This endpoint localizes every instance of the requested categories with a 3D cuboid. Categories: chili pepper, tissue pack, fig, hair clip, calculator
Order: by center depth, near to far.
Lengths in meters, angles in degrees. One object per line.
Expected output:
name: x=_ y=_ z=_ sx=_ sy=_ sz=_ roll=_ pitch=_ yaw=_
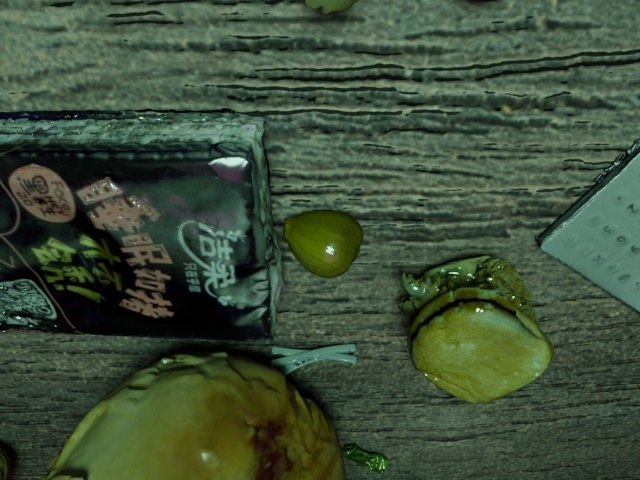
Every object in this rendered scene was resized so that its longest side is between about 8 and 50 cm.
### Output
tissue pack: x=-0.205 y=-0.004 z=0.450 sx=0.333 sy=0.123 sz=0.244 roll=1 pitch=128 yaw=2
fig: x=0.000 y=0.000 z=0.481 sx=0.088 sy=0.074 sz=0.073 roll=21 pitch=121 yaw=4
calculator: x=0.397 y=0.009 z=0.520 sx=0.262 sy=0.021 sz=0.161 roll=28 pitch=118 yaw=-17
hair clip: x=-0.008 y=0.162 z=0.609 sx=0.115 sy=0.030 sz=0.039 roll=-6 pitch=141 yaw=5
chili pepper: x=0.073 y=0.359 z=0.736 sx=0.091 sy=0.034 sz=0.030 roll=31 pitch=84 yaw=-18

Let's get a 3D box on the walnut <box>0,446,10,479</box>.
walnut: x=-0.572 y=0.366 z=0.659 sx=0.184 sy=0.155 sz=0.155 roll=19 pitch=120 yaw=-13

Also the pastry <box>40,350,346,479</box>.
pastry: x=-0.144 y=0.339 z=0.534 sx=0.245 sy=0.409 sz=0.409 roll=-13 pitch=126 yaw=41

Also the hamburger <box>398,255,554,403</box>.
hamburger: x=0.163 y=0.089 z=0.510 sx=0.185 sy=0.131 sz=0.159 roll=34 pitch=125 yaw=-13

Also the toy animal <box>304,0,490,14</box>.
toy animal: x=0.069 y=-0.241 z=0.317 sx=0.214 sy=0.093 sz=0.186 roll=26 pitch=127 yaw=-25
